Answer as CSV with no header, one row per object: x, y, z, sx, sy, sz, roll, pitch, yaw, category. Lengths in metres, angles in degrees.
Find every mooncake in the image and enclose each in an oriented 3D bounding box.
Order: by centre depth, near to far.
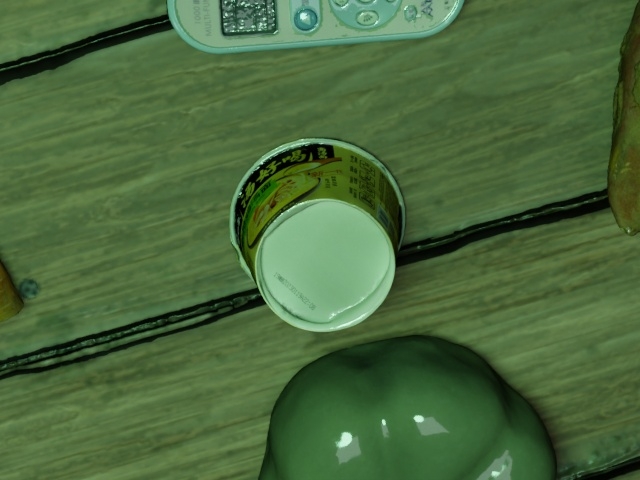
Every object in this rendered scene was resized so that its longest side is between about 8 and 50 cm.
0.074,0.218,1.697,0.275,0.135,0.275,-2,111,-5,mooncake

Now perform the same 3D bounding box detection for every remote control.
-0.004,-0.202,1.604,0.244,0.047,0.087,-4,111,-5,remote control

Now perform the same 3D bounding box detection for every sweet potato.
0.312,-0.187,1.614,0.109,0.109,0.385,18,92,-11,sweet potato

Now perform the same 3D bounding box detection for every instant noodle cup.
0.000,0.000,1.626,0.151,0.122,0.151,-1,106,-3,instant noodle cup

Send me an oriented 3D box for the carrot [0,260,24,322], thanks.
-0.314,-0.035,1.625,0.057,0.057,0.224,-22,105,1,carrot
